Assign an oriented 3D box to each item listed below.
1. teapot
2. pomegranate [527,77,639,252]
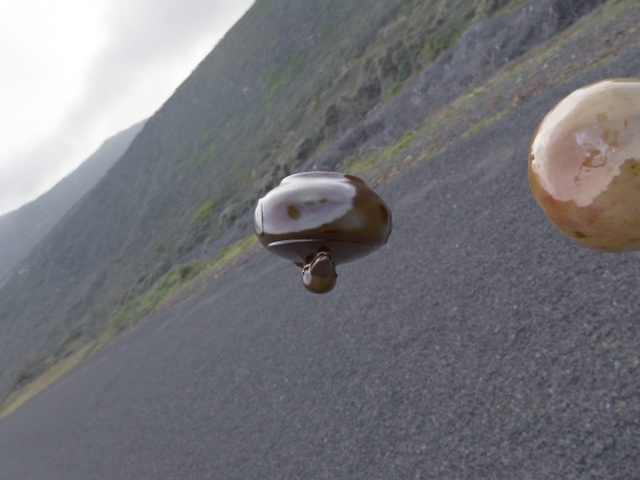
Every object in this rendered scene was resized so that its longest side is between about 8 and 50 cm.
[{"bbox_3d":[0.000,0.000,0.397,0.129,0.098,0.078,136,136,-78],"label":"teapot"},{"bbox_3d":[0.326,-0.082,0.603,0.191,0.191,0.191,-42,12,11],"label":"pomegranate"}]
